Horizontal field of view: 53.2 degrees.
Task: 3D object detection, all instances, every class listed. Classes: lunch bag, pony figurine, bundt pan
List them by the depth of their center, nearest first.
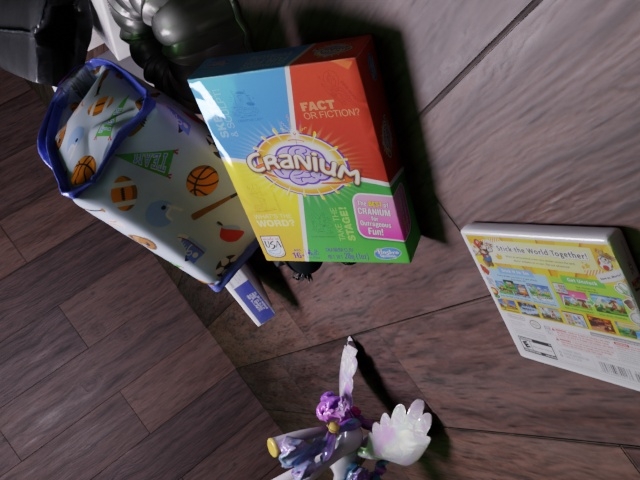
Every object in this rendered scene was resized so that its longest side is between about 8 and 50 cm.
[{"bbox_3d":[-0.254,-0.358,1.097,0.331,0.124,0.331,46,158,24],"label":"bundt pan"},{"bbox_3d":[-0.293,-0.131,1.116,0.328,0.239,0.385,41,-177,-41],"label":"lunch bag"},{"bbox_3d":[0.060,0.446,1.446,0.303,0.363,0.351,47,144,39],"label":"pony figurine"}]

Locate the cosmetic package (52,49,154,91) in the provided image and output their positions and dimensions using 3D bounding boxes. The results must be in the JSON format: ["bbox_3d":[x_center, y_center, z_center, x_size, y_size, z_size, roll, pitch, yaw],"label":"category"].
[{"bbox_3d":[-0.461,-0.307,1.477,0.138,0.224,0.224,46,157,21],"label":"cosmetic package"}]

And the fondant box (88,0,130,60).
[{"bbox_3d":[-0.464,-0.556,1.263,0.330,0.096,0.238,51,160,20],"label":"fondant box"}]

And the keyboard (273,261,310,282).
[{"bbox_3d":[-0.081,-0.007,1.398,0.201,0.033,0.317,50,160,11],"label":"keyboard"}]

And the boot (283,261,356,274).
[{"bbox_3d":[0.000,0.000,1.138,0.207,0.094,0.246,37,148,47],"label":"boot"}]

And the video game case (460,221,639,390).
[{"bbox_3d":[0.282,0.072,0.742,0.206,0.026,0.227,60,160,-16],"label":"video game case"}]

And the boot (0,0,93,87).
[{"bbox_3d":[-0.621,-0.519,1.306,0.445,0.146,0.367,26,121,45],"label":"boot"}]

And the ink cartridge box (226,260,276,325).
[{"bbox_3d":[-0.257,0.022,1.663,0.324,0.071,0.330,56,179,-31],"label":"ink cartridge box"}]

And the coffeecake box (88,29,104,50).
[{"bbox_3d":[-0.595,-0.501,1.521,0.142,0.185,0.068,37,154,37],"label":"coffeecake box"}]

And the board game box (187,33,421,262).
[{"bbox_3d":[-0.012,-0.107,0.881,0.242,0.064,0.316,0,130,26],"label":"board game box"}]
